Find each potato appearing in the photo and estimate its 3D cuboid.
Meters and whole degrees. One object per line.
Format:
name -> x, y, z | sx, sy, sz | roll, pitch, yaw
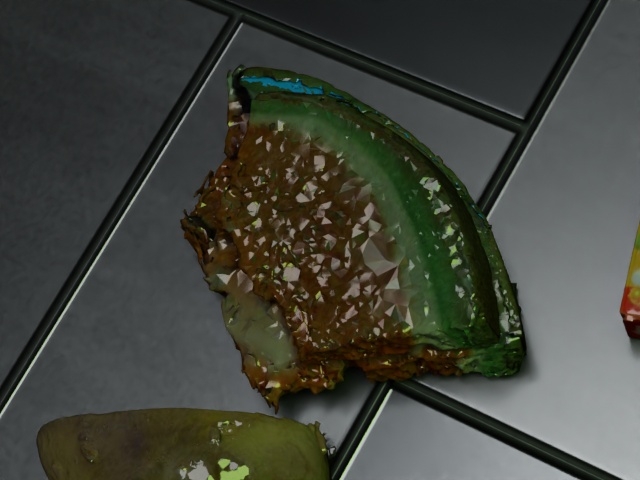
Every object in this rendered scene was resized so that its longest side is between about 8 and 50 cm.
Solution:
potato -> -0.086, 0.136, 0.954 | 0.172, 0.089, 0.100 | 0, 70, 13

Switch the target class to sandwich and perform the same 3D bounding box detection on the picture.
sandwich -> 0.003, -0.011, 0.999 | 0.159, 0.079, 0.235 | -26, 64, 3

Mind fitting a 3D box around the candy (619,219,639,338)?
candy -> 0.203, -0.003, 0.966 | 0.062, 0.038, 0.122 | 9, 69, 18
